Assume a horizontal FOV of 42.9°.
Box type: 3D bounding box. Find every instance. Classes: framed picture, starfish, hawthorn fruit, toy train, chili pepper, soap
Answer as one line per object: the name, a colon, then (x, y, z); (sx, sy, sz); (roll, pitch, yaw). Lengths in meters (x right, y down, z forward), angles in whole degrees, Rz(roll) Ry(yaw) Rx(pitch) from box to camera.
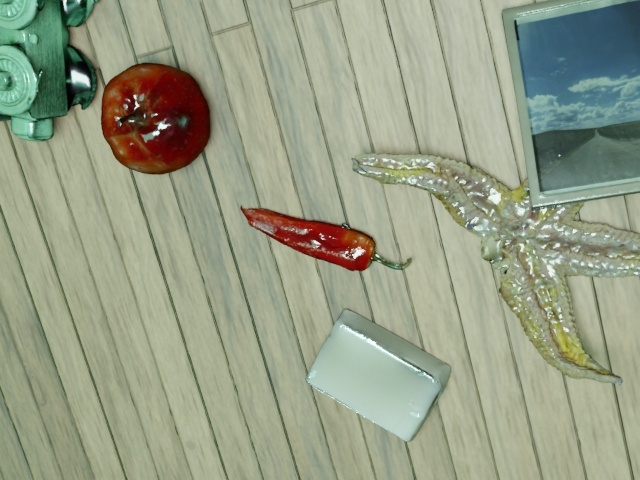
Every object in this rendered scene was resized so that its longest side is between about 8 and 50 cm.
framed picture: (0.332, -0.176, 0.988); (0.189, 0.023, 0.260); (-8, 82, 14)
starfish: (0.298, -0.014, 1.040); (0.384, 0.132, 0.398); (-27, 82, 12)
hawthorn fruit: (-0.232, -0.164, 1.110); (0.157, 0.194, 0.157); (1, 99, 6)
toy train: (-0.449, -0.295, 1.152); (0.238, 0.167, 0.299); (11, 107, 18)
chili pepper: (0.000, 0.000, 1.166); (0.268, 0.050, 0.059); (19, 125, 11)
soap: (0.083, 0.196, 1.189); (0.183, 0.064, 0.121); (30, 111, 7)
